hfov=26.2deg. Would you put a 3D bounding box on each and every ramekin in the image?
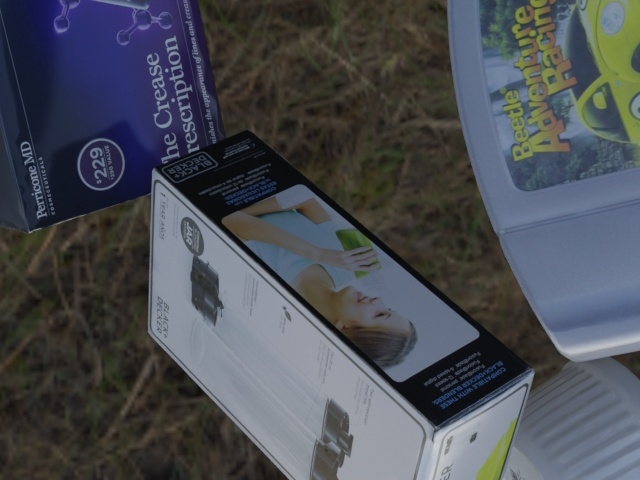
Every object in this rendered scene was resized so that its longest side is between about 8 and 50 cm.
[{"bbox_3d":[0.223,0.207,1.125,0.109,0.207,0.207,-25,139,-11],"label":"ramekin"}]

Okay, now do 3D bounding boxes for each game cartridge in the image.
[{"bbox_3d":[0.165,-0.095,0.689,0.196,0.294,0.060,-15,158,22],"label":"game cartridge"}]

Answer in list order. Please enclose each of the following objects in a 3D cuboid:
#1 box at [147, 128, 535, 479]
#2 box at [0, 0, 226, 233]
[{"bbox_3d":[0.000,0.075,0.934,0.087,0.290,0.169,-25,140,-32],"label":"box"},{"bbox_3d":[-0.190,-0.158,1.043,0.184,0.103,0.261,-20,107,-30],"label":"box"}]
